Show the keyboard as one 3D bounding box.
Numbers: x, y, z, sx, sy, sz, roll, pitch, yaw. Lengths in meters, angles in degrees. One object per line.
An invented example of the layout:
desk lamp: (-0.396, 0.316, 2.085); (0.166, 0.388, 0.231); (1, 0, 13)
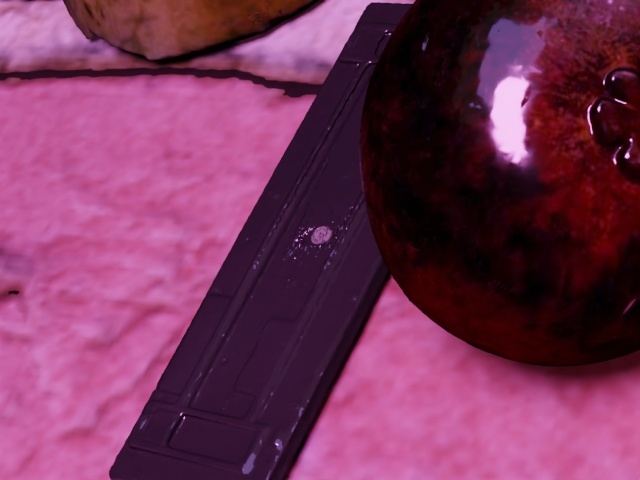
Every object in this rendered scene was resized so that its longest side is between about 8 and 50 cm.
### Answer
keyboard: (0.000, 0.000, 0.655); (0.061, 0.013, 0.204); (9, 59, 34)

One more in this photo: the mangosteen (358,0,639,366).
mangosteen: (0.067, -0.029, 0.580); (0.140, 0.140, 0.140); (-15, 48, 17)

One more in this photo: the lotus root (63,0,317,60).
lotus root: (-0.036, -0.171, 0.776); (0.203, 0.078, 0.183); (-46, 47, -15)
